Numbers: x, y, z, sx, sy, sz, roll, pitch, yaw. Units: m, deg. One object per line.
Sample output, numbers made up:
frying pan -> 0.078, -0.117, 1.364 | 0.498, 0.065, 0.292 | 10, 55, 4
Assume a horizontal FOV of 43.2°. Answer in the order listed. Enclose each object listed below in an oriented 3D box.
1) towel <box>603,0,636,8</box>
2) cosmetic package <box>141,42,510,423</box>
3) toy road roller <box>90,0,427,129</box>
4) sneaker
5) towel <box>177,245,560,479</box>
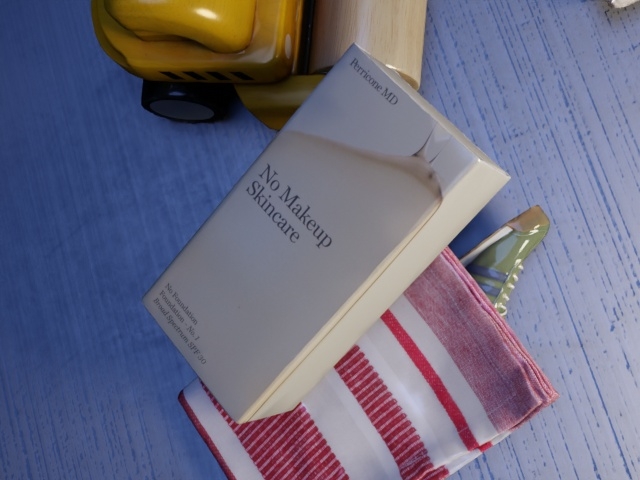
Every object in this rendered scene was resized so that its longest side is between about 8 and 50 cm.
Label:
towel -> 0.320, -0.386, 0.823 | 0.187, 0.049, 0.282 | -22, 80, 2
cosmetic package -> 0.000, 0.000, 0.731 | 0.160, 0.113, 0.309 | 46, 107, 21
toy road roller -> -0.068, -0.236, 0.796 | 0.329, 0.240, 0.203 | 3, 82, 13
sneaker -> 0.160, 0.055, 0.793 | 0.192, 0.064, 0.086 | -38, 76, 10
towel -> 0.028, 0.148, 0.785 | 0.329, 0.037, 0.237 | -41, 72, 16
